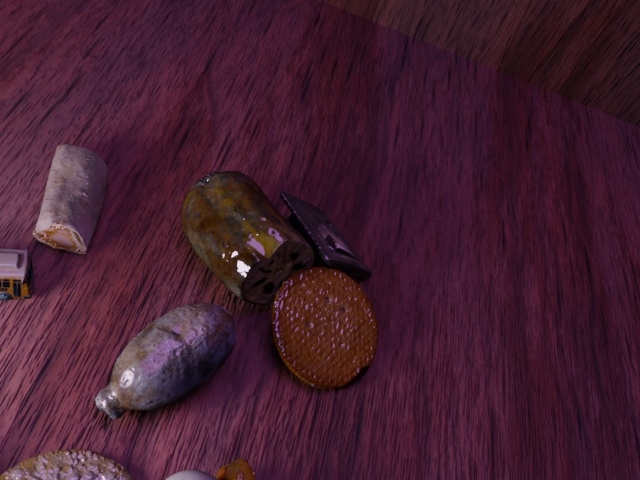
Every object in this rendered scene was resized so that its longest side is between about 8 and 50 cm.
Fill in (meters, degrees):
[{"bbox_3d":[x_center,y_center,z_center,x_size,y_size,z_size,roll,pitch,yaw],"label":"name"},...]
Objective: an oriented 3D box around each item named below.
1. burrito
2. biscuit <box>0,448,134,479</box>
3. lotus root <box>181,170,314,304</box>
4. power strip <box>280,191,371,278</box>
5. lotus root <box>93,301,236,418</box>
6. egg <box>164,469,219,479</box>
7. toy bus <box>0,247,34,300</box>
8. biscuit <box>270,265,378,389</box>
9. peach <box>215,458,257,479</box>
[{"bbox_3d":[-0.610,-0.112,1.621,0.143,0.105,0.299,7,50,-12],"label":"burrito"},{"bbox_3d":[-0.463,0.459,1.228,0.289,0.038,0.141,15,46,-12],"label":"biscuit"},{"bbox_3d":[-0.200,-0.022,1.625,0.250,0.250,0.346,-23,61,-36],"label":"lotus root"},{"bbox_3d":[0.000,0.002,1.756,0.251,0.092,0.257,48,12,28],"label":"power strip"},{"bbox_3d":[-0.312,0.250,1.386,0.175,0.175,0.349,41,51,14],"label":"lotus root"},{"bbox_3d":[-0.218,0.520,1.200,0.209,0.151,0.151,48,49,11],"label":"egg"},{"bbox_3d":[-0.718,0.067,1.416,0.182,0.103,0.091,4,50,-20],"label":"toy bus"},{"bbox_3d":[0.012,0.208,1.586,0.305,0.038,0.305,12,67,-28],"label":"biscuit"},{"bbox_3d":[-0.171,0.490,1.309,0.098,0.061,0.098,39,33,-32],"label":"peach"}]
